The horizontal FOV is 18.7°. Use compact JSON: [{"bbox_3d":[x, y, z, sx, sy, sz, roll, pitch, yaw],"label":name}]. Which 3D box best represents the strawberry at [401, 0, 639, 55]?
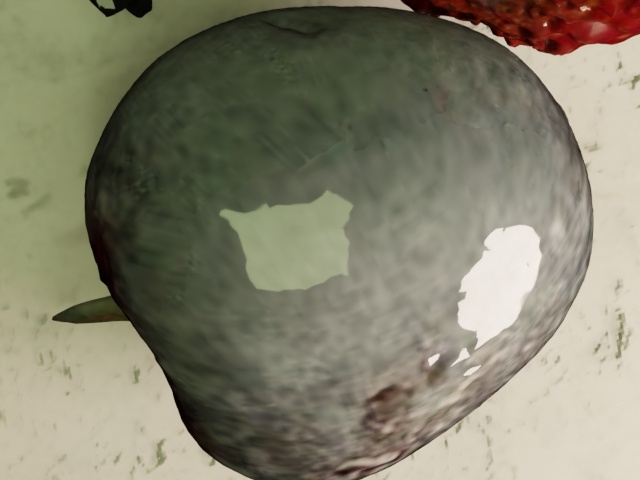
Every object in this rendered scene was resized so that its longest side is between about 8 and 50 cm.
[{"bbox_3d":[0.133,-0.217,0.978,0.274,0.220,0.274,-3,107,-9],"label":"strawberry"}]

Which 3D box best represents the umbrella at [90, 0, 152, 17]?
[{"bbox_3d":[-0.098,-0.195,0.932,0.110,0.272,0.122,-11,83,-6],"label":"umbrella"}]

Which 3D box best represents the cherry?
[{"bbox_3d":[0.000,0.000,1.017,0.296,0.218,0.255,-24,116,-1],"label":"cherry"}]
